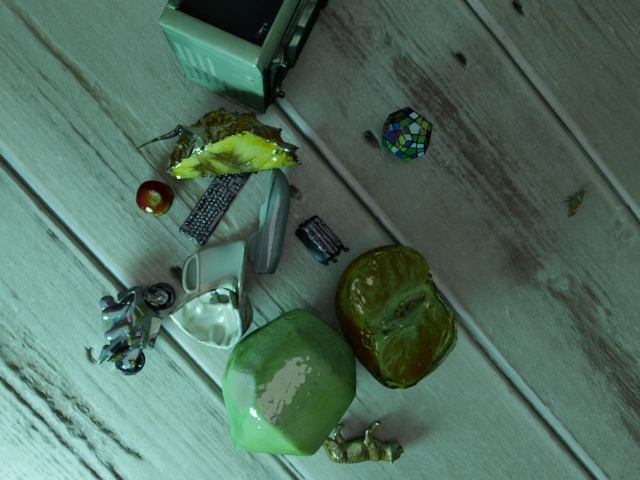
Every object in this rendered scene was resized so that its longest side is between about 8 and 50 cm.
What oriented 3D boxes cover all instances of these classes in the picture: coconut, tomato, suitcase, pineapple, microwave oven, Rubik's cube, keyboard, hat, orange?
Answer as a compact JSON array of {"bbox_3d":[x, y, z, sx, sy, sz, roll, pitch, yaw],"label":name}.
[{"bbox_3d":[-0.077,0.319,1.015,0.281,0.328,0.328,42,84,-2],"label":"coconut"},{"bbox_3d":[-0.389,-0.099,1.087,0.087,0.075,0.087,-1,93,-10],"label":"tomato"},{"bbox_3d":[0.000,0.000,1.139,0.059,0.086,0.126,-43,96,-22],"label":"suitcase"},{"bbox_3d":[-0.222,-0.247,1.063,0.335,0.158,0.161,-8,69,0],"label":"pineapple"},{"bbox_3d":[-0.124,-0.523,1.002,0.247,0.333,0.394,25,87,-4],"label":"microwave oven"},{"bbox_3d":[0.216,-0.266,1.161,0.133,0.133,0.112,33,112,-7],"label":"Rubik's cube"},{"bbox_3d":[-0.252,-0.099,1.134,0.072,0.023,0.231,34,85,-9],"label":"keyboard"},{"bbox_3d":[-0.226,0.119,1.099,0.164,0.219,0.226,56,42,-39],"label":"hat"},{"bbox_3d":[0.173,0.176,1.103,0.262,0.196,0.334,-34,93,-12],"label":"orange"}]

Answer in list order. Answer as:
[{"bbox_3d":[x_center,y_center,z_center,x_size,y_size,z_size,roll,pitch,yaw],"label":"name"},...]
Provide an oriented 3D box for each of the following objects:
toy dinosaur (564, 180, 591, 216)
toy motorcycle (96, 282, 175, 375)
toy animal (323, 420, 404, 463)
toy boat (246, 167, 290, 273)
[{"bbox_3d":[0.701,-0.118,1.272,0.041,0.026,0.113,22,95,-14],"label":"toy dinosaur"},{"bbox_3d":[-0.444,0.188,1.074,0.152,0.073,0.225,26,77,-16],"label":"toy motorcycle"},{"bbox_3d":[0.092,0.511,1.159,0.241,0.057,0.099,-1,90,-9],"label":"toy animal"},{"bbox_3d":[-0.126,-0.048,1.127,0.085,0.078,0.260,10,89,15],"label":"toy boat"}]
